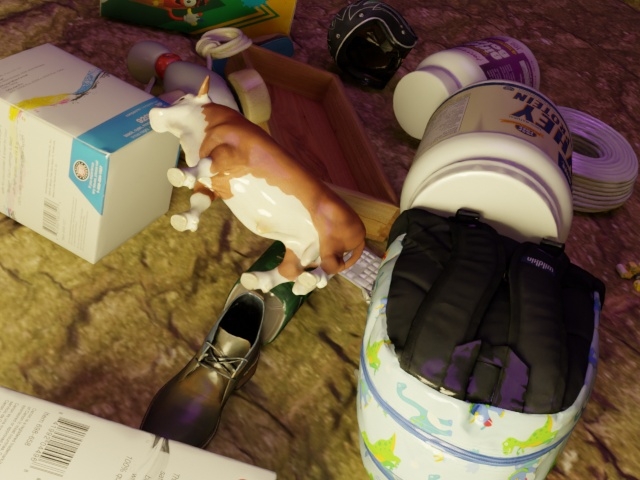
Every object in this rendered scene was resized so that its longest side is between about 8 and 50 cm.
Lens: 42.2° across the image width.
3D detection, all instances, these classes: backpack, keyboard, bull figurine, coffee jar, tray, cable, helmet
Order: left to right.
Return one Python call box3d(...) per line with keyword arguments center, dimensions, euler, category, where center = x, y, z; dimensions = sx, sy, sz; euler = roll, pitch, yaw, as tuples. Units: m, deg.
box3d(center=(-0.082, -0.060, 0.968), dimensions=(0.310, 0.101, 0.188), euler=(35, 41, -2), category="bull figurine")
box3d(center=(-0.044, 0.045, 1.049), dimensions=(0.079, 0.096, 0.184), euler=(33, 38, 5), category="coffee jar")
box3d(center=(-0.025, -0.170, 1.336), dimensions=(0.203, 0.076, 0.410), euler=(15, 34, -27), category="tray")
box3d(center=(0.000, 0.000, 1.199), dimensions=(0.256, 0.014, 0.072), euler=(33, 38, 21), category="keyboard")
box3d(center=(0.096, -0.397, 1.645), dimensions=(0.162, 0.169, 0.169), euler=(35, 36, -3), category="helmet")
box3d(center=(0.170, 0.135, 0.922), dimensions=(0.290, 0.273, 0.355), euler=(21, 15, 3), category="backpack")
box3d(center=(0.465, -0.154, 1.541), dimensions=(0.257, 0.089, 0.257), euler=(-1, 40, -25), category="cable")

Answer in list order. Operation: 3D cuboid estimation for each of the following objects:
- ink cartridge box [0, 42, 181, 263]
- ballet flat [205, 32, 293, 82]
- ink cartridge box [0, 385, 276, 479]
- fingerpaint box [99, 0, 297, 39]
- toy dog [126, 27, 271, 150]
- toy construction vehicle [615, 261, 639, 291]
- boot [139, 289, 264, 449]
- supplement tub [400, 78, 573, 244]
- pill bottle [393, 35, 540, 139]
box3d(center=(-0.327, -0.120, 1.082), dimensions=(0.233, 0.171, 0.168), euler=(28, 37, 13), category="ink cartridge box")
box3d(center=(-0.145, -0.339, 1.556), dimensions=(0.073, 0.080, 0.232), euler=(8, 22, 38), category="ballet flat")
box3d(center=(-0.191, 0.259, 0.685), dimensions=(0.273, 0.114, 0.197), euler=(17, 35, 0), category="ink cartridge box")
box3d(center=(-0.245, -0.591, 1.753), dimensions=(0.371, 0.163, 0.444), euler=(8, 37, -12), category="fingerpaint box")
box3d(center=(-0.194, -0.198, 1.274), dimensions=(0.220, 0.160, 0.333), euler=(-9, 31, -7), category="toy dog")
box3d(center=(0.534, 0.057, 1.336), dimensions=(0.098, 0.035, 0.085), euler=(7, 37, -15), category="toy construction vehicle")
box3d(center=(-0.124, 0.141, 0.878), dimensions=(0.082, 0.106, 0.219), euler=(24, 36, 9), category="boot")
box3d(center=(0.246, -0.078, 1.210), dimensions=(0.236, 0.235, 0.324), euler=(21, 33, 4), category="supplement tub")
box3d(center=(0.273, -0.283, 1.561), dimensions=(0.169, 0.169, 0.302), euler=(37, 39, 24), category="pill bottle")
